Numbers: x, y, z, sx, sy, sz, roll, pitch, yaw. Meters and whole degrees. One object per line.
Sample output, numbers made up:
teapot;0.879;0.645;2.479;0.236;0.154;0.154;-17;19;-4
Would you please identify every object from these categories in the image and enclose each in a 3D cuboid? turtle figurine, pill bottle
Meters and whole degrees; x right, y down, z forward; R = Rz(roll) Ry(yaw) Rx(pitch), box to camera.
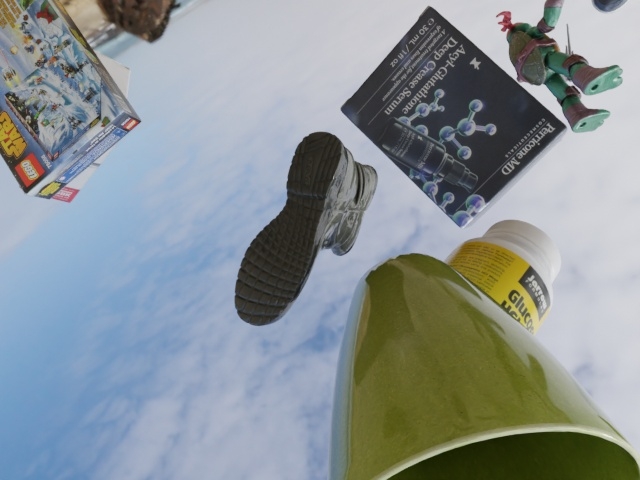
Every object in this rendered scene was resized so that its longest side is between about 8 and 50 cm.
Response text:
turtle figurine;0.347;-0.277;0.788;0.118;0.175;0.234;-29;-124;16
pill bottle;0.256;0.115;0.864;0.187;0.188;0.334;3;-143;50

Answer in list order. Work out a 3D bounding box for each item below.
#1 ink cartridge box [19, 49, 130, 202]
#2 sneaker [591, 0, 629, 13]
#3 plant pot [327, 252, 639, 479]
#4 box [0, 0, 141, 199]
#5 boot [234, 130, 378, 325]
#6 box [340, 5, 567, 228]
ink cartridge box;-0.255;-0.117;0.549;0.135;0.056;0.099;-32;-129;38
sneaker;0.474;-0.459;0.789;0.086;0.226;0.163;31;-147;19
plant pot;0.123;0.154;0.567;0.274;0.275;0.294;-28;-144;12
box;-0.205;-0.112;0.384;0.094;0.137;0.027;-37;170;7
boot;0.000;0.000;0.661;0.083;0.161;0.247;24;-92;29
box;0.298;-0.265;1.209;0.293;0.395;0.212;-47;168;17
